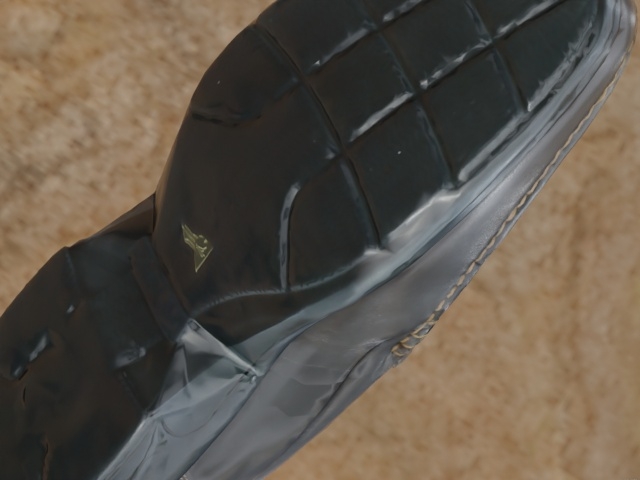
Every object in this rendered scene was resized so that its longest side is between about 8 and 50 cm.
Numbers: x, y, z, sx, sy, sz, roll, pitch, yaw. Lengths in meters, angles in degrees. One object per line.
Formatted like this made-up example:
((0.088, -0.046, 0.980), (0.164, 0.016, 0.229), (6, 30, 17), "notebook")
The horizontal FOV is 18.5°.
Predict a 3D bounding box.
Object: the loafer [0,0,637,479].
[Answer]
((0.000, 0.000, 0.384), (0.170, 0.062, 0.061), (-40, 148, 29), "loafer")
